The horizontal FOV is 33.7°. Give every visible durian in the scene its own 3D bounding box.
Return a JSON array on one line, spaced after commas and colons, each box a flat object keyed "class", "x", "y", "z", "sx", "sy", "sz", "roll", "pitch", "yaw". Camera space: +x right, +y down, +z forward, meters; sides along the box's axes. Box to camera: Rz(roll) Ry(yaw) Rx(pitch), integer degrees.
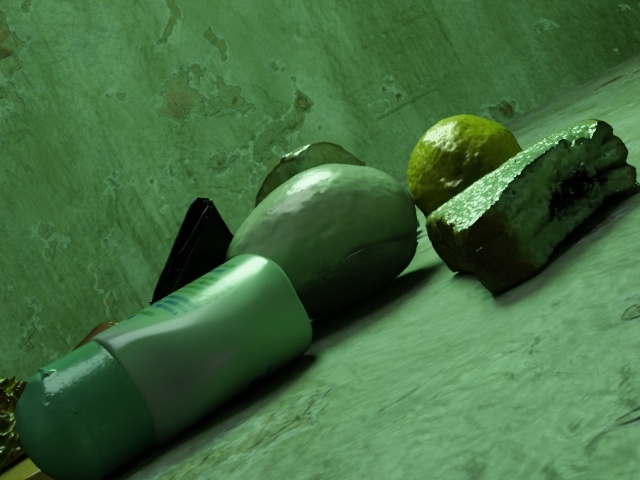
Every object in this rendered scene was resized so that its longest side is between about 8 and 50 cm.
[{"class": "durian", "x": -0.431, "y": 0.261, "z": 1.397, "sx": 0.252, "sy": 0.144, "sz": 0.139, "roll": -41, "pitch": -30, "yaw": -10}]

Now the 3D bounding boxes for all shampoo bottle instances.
[{"class": "shampoo bottle", "x": -0.189, "y": 0.154, "z": 1.242, "sx": 0.349, "sy": 0.151, "sz": 0.221, "roll": -29, "pitch": 8, "yaw": -28}]

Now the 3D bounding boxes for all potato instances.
[{"class": "potato", "x": -0.007, "y": -0.037, "z": 1.726, "sx": 0.189, "sy": 0.264, "sz": 0.211, "roll": -13, "pitch": 19, "yaw": 39}]

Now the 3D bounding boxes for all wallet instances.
[{"class": "wallet", "x": -0.154, "y": 0.068, "z": 1.495, "sx": 0.318, "sy": 0.045, "sz": 0.173, "roll": 67, "pitch": -138, "yaw": -68}]

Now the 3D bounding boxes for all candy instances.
[{"class": "candy", "x": 0.000, "y": 0.000, "z": 1.474, "sx": 0.295, "sy": 0.185, "sz": 0.295, "roll": -23, "pitch": -17, "yaw": -7}]

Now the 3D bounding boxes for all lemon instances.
[{"class": "lemon", "x": 0.209, "y": -0.094, "z": 1.510, "sx": 0.180, "sy": 0.181, "sz": 0.193, "roll": -25, "pitch": -11, "yaw": 40}]

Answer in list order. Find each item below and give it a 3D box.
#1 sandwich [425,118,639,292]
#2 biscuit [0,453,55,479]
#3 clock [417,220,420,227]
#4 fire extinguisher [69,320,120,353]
[{"class": "sandwich", "x": 0.249, "y": -0.047, "z": 1.197, "sx": 0.254, "sy": 0.100, "sz": 0.288, "roll": -28, "pitch": 3, "yaw": 2}, {"class": "biscuit", "x": -0.365, "y": 0.288, "z": 1.440, "sx": 0.275, "sy": 0.052, "sz": 0.355, "roll": -28, "pitch": 3, "yaw": 1}, {"class": "clock", "x": 0.070, "y": -0.009, "z": 1.958, "sx": 0.223, "sy": 0.094, "sz": 0.274, "roll": -31, "pitch": 4, "yaw": -25}, {"class": "fire extinguisher", "x": -0.410, "y": 0.257, "z": 1.762, "sx": 0.147, "sy": 0.106, "sz": 0.337, "roll": -55, "pitch": 1, "yaw": 21}]
